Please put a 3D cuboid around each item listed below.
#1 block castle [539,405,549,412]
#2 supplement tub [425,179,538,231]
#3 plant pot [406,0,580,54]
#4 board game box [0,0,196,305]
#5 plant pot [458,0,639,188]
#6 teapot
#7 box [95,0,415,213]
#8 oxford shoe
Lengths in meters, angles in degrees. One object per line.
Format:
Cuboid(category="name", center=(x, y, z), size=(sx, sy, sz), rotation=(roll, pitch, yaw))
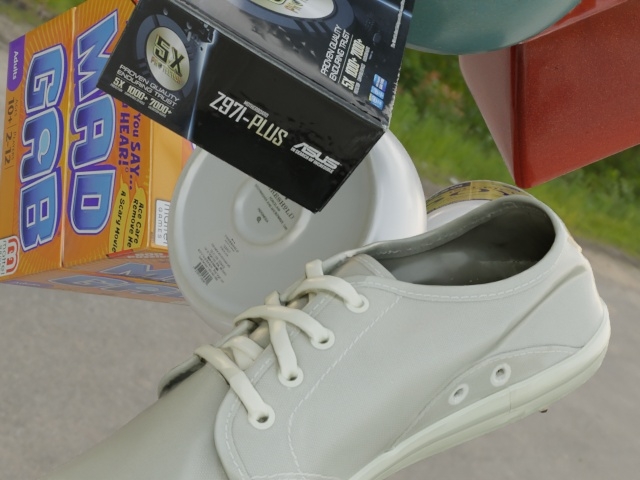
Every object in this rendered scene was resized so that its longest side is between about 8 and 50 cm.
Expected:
Cuboid(category="block castle", center=(0.254, 0.179, 1.807), size=(0.453, 0.303, 0.213), rotation=(-7, 35, -35))
Cuboid(category="supplement tub", center=(0.211, 0.047, 1.313), size=(0.241, 0.241, 0.331), rotation=(35, 13, 2))
Cuboid(category="plant pot", center=(0.116, -0.295, 0.694), size=(0.290, 0.290, 0.195), rotation=(33, -7, -6))
Cuboid(category="board game box", center=(-0.203, -0.113, 1.405), size=(0.356, 0.356, 0.356), rotation=(-11, -16, 43))
Cuboid(category="plant pot", center=(0.330, -0.279, 1.354), size=(0.236, 0.267, 0.267), rotation=(59, 11, -53))
Cuboid(category="teapot", center=(0.000, 0.000, 0.915), size=(0.252, 0.256, 0.187), rotation=(-2, -18, 28))
Cuboid(category="box", center=(-0.029, -0.128, 0.601), size=(0.147, 0.077, 0.180), rotation=(30, 40, -12))
Cuboid(category="oxford shoe", center=(-0.015, 0.087, 0.601), size=(0.449, 0.130, 0.169), rotation=(-24, 24, -22))
